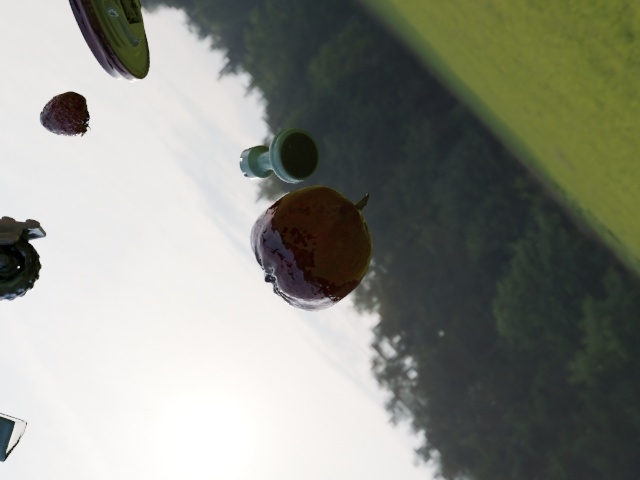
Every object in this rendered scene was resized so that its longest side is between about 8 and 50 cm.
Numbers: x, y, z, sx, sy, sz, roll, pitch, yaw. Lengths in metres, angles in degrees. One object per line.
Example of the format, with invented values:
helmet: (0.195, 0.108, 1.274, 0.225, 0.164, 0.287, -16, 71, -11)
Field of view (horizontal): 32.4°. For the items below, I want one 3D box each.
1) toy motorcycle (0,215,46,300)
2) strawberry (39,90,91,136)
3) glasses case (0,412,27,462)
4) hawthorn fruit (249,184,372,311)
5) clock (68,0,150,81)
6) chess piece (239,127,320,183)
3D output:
toy motorcycle: (-0.572, -0.011, 1.663, 0.327, 0.188, 0.143, 5, 159, 8)
strawberry: (-0.527, -0.260, 2.272, 0.106, 0.106, 0.106, 43, -170, -9)
glasses case: (-0.512, 0.211, 1.388, 0.266, 0.056, 0.105, 19, 168, -2)
hawthorn fruit: (0.000, 0.000, 1.625, 0.179, 0.200, 0.179, 44, 164, 16)
clock: (-0.412, -0.468, 2.181, 0.318, 0.080, 0.318, -17, -90, -81)
chess piece: (-0.056, -0.100, 1.351, 0.067, 0.067, 0.103, 39, 155, -30)
